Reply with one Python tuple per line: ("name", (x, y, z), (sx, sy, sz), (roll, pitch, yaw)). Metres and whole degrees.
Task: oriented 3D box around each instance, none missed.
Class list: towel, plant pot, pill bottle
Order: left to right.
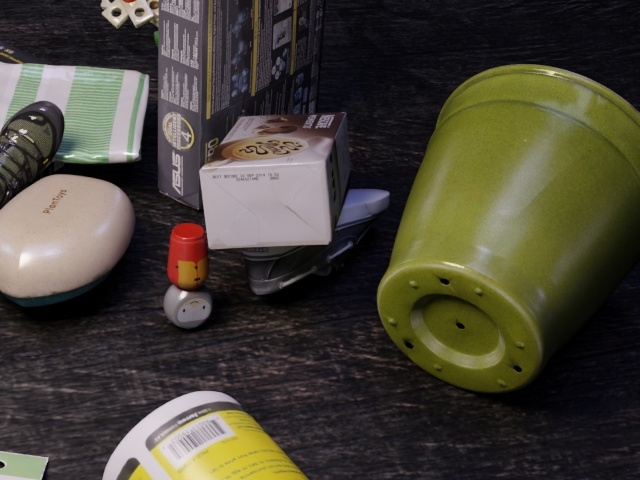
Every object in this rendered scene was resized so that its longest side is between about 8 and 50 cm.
("towel", (-0.429, -0.202, 1.830), (0.325, 0.038, 0.247), (6, 39, -9))
("pill bottle", (-0.068, 0.327, 1.251), (0.188, 0.187, 0.334), (-20, 47, -34))
("plant pot", (0.257, 0.008, 1.651), (0.367, 0.366, 0.353), (23, 50, 15))

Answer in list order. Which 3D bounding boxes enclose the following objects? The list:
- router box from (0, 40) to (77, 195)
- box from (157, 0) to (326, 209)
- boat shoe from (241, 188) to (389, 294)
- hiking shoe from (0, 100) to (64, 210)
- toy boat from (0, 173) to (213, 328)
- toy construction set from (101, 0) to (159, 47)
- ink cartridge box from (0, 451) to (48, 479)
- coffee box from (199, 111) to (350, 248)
("router box", (-0.507, -0.206, 1.912), (0.309, 0.081, 0.243), (25, 39, 17))
("box", (-0.114, -0.284, 1.853), (0.097, 0.394, 0.318), (24, 40, 25))
("boat shoe", (0.000, 0.000, 1.764), (0.108, 0.102, 0.301), (7, 22, 35))
("hiking shoe", (-0.437, -0.094, 1.682), (0.086, 0.227, 0.114), (37, 12, -20))
("toy boat", (-0.299, 0.028, 1.636), (0.318, 0.148, 0.267), (11, 32, 12))
("toy construction set", (-0.230, -0.326, 1.986), (0.151, 0.328, 0.215), (-15, 74, 14))
("ink cartridge box", (-0.399, 0.300, 1.312), (0.171, 0.056, 0.235), (9, 13, -7))
("coffee box", (-0.054, -0.090, 1.693), (0.168, 0.118, 0.297), (-2, 18, 8))
